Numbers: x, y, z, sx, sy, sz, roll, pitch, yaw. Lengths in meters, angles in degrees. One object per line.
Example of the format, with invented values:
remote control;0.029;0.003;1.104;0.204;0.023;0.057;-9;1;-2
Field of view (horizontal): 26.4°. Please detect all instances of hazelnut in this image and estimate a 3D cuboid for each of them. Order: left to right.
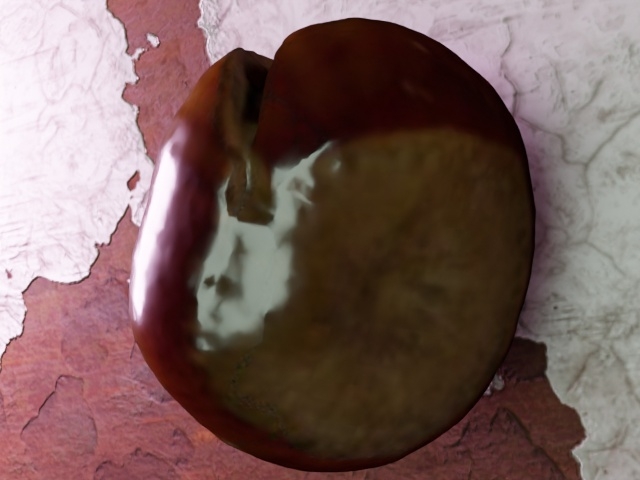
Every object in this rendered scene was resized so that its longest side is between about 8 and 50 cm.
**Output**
hazelnut;0.000;0.000;1.235;0.359;0.359;0.409;15;91;32
